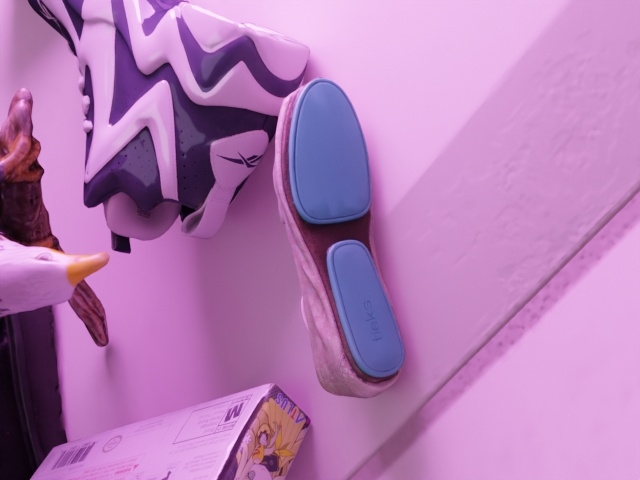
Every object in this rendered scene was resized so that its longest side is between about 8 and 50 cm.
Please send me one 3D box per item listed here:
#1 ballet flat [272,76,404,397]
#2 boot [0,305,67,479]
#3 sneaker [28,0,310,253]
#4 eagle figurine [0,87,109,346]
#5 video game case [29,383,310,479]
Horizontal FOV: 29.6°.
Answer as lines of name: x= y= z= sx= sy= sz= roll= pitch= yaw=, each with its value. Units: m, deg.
ballet flat: x=0.000 y=0.000 z=0.625 sx=0.052 sy=0.057 sz=0.168 roll=-27 pitch=70 yaw=54
boot: x=-0.307 y=0.162 z=0.804 sx=0.131 sy=0.260 sz=0.348 roll=-20 pitch=76 yaw=46
sneaker: x=-0.117 y=-0.076 z=0.721 sx=0.235 sy=0.094 sz=0.153 roll=26 pitch=101 yaw=34
eagle figurine: x=-0.217 y=0.043 z=0.641 sx=0.226 sy=0.298 sz=0.225 roll=39 pitch=126 yaw=-12
video game case: x=-0.129 y=0.189 z=0.675 sx=0.232 sy=0.042 sz=0.210 roll=-22 pitch=30 yaw=43
